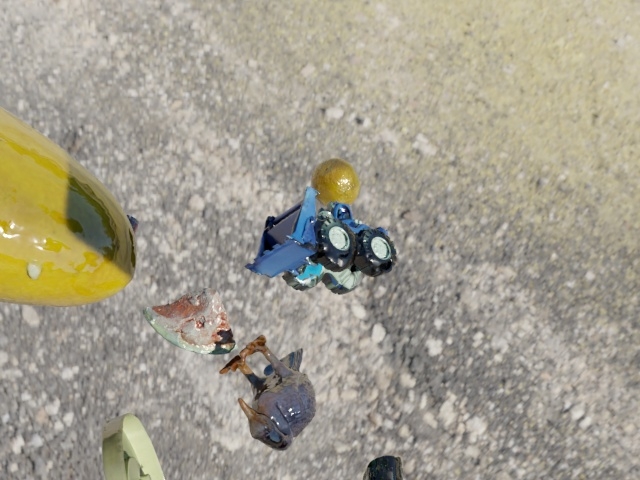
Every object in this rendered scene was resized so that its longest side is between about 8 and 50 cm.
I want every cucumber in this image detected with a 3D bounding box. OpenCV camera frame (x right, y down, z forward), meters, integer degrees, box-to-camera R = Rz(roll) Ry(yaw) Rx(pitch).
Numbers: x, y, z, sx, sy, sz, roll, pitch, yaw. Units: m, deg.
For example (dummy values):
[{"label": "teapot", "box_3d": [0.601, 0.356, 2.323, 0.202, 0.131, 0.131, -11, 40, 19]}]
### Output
[{"label": "cucumber", "box_3d": [0.104, 0.487, 1.556, 0.075, 0.074, 0.241, 8, 61, -6]}]

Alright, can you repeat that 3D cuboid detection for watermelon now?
[{"label": "watermelon", "box_3d": [-0.229, 0.147, 1.672, 0.187, 0.139, 0.071, 21, 25, -11]}]

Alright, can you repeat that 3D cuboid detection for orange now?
[{"label": "orange", "box_3d": [0.027, -0.095, 1.572, 0.085, 0.095, 0.085, -11, 52, 14]}]

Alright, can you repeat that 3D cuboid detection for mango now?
[{"label": "mango", "box_3d": [-0.404, -0.057, 0.977, 0.445, 0.301, 0.220, 21, 98, -5]}]

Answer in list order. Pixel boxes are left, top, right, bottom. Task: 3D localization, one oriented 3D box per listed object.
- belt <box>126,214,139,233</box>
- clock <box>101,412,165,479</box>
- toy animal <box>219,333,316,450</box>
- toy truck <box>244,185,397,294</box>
[{"label": "belt", "box_3d": [-0.368, 0.015, 1.533, 0.071, 0.232, 0.053, 43, 54, -6]}, {"label": "clock", "box_3d": [-0.189, 0.304, 1.010, 0.029, 0.235, 0.234, -18, 62, -5]}, {"label": "toy animal", "box_3d": [-0.084, 0.269, 1.644, 0.122, 0.298, 0.185, -40, 83, 9]}, {"label": "toy truck", "box_3d": [0.000, 0.000, 1.337, 0.208, 0.113, 0.126, 9, 62, -39]}]
